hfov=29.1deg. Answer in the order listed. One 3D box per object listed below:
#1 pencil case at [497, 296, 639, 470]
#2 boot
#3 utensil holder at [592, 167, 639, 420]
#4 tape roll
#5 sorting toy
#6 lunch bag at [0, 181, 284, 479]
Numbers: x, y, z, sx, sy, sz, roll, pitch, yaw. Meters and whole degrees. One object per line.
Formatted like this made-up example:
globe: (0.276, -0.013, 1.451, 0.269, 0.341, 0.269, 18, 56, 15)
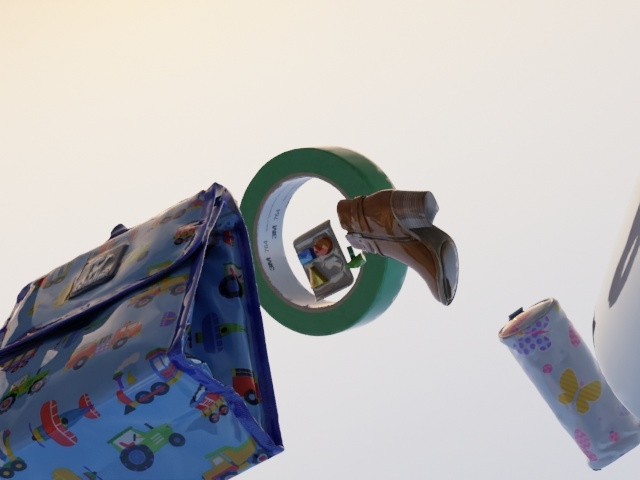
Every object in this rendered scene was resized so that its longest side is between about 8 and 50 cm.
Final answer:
pencil case: (0.392, 0.220, 1.919, 0.113, 0.273, 0.124, -36, -176, 8)
boot: (0.116, 0.010, 1.822, 0.152, 0.197, 0.073, -4, -153, 31)
utensil holder: (0.471, 0.010, 1.286, 0.328, 0.385, 0.327, 0, -125, -1)
tape roll: (0.000, 0.000, 2.101, 0.321, 0.321, 0.077, 1, -173, 37)
sorting toy: (0.008, 0.014, 1.069, 0.012, 0.062, 0.083, -14, 170, -39)
lunch bag: (-0.160, 0.082, 1.018, 0.221, 0.138, 0.293, -29, -147, 16)
